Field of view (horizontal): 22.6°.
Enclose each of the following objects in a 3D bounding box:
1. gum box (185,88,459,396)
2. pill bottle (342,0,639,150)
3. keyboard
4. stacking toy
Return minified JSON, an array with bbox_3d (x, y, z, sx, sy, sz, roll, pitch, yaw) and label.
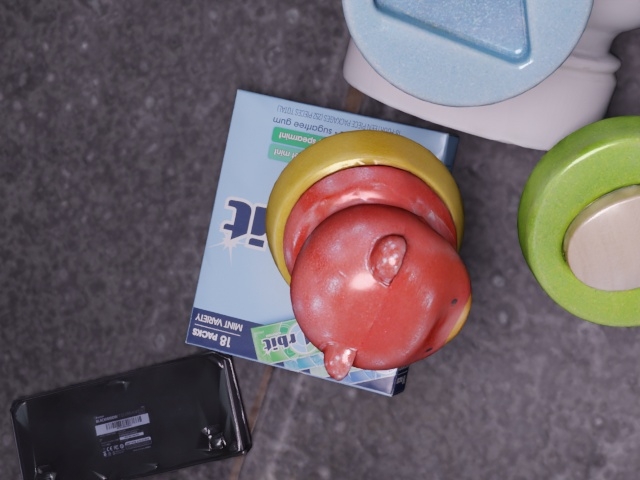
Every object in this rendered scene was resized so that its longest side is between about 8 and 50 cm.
[{"bbox_3d":[0.000,0.000,1.121,0.157,0.041,0.184,14,95,15],"label":"gum box"},{"bbox_3d":[0.143,-0.250,0.984,0.204,0.204,0.361,20,105,15],"label":"pill bottle"},{"bbox_3d":[-0.138,0.151,1.172,0.180,0.023,0.108,-15,80,16],"label":"keyboard"},{"bbox_3d":[0.122,-0.054,0.879,0.279,0.130,0.309,10,115,-5],"label":"stacking toy"}]
